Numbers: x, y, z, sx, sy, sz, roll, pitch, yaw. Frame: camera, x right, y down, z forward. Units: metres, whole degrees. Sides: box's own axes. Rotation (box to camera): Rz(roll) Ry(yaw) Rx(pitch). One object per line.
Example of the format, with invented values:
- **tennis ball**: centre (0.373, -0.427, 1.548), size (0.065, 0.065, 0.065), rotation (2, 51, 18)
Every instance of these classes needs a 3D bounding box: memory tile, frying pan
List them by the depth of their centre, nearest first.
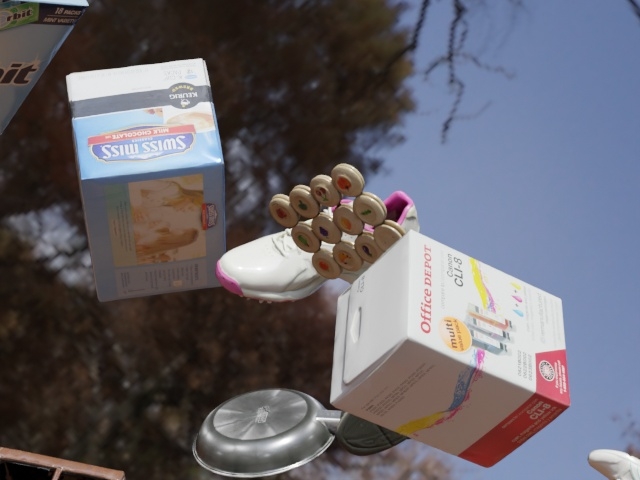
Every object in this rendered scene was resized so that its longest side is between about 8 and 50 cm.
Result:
- **memory tile**: centre (0.017, -0.016, 1.455), size (0.113, 0.012, 0.148), rotation (52, -39, -12)
- **frying pan**: centre (-0.021, 0.258, 1.864), size (0.326, 0.197, 0.053), rotation (4, -64, 30)

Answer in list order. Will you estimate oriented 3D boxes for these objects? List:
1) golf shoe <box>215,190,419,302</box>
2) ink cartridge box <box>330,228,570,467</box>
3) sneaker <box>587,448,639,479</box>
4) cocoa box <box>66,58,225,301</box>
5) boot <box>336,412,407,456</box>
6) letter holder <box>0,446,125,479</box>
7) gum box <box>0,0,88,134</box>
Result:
- **golf shoe**: centre (0.000, 0.000, 1.961), size (0.115, 0.306, 0.140), rotation (55, -36, 42)
- **ink cartridge box**: centre (0.115, 0.099, 1.273), size (0.176, 0.128, 0.127), rotation (23, -45, -21)
- **sneaker**: centre (0.408, 0.319, 1.811), size (0.152, 0.061, 0.054), rotation (27, -19, 20)
- **cocoa box**: centre (-0.281, -0.092, 2.328), size (0.347, 0.231, 0.228), rotation (94, -14, -54)
- **boot**: centre (0.105, 0.180, 1.894), size (0.085, 0.236, 0.178), rotation (47, -2, -14)
- **letter holder**: centre (-0.327, 0.424, 1.614), size (0.152, 0.214, 0.302), rotation (11, -49, 2)
- **gum box**: centre (-0.323, -0.169, 1.287), size (0.184, 0.157, 0.041), rotation (-47, -117, 33)
